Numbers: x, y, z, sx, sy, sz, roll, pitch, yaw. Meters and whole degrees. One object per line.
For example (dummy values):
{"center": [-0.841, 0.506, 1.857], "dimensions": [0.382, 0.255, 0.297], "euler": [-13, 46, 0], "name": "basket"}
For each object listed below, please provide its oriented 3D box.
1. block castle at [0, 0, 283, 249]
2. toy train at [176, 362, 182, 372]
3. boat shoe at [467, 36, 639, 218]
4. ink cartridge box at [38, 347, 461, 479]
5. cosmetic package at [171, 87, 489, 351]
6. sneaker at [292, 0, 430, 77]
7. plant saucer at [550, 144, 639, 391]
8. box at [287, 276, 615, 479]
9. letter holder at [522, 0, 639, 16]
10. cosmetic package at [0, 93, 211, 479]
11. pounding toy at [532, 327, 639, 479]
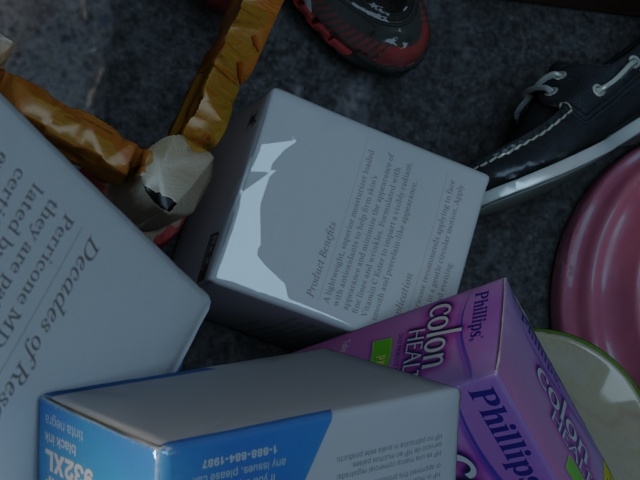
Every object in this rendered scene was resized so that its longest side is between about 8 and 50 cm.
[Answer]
{"center": [-0.243, -0.212, 1.186], "dimensions": [0.453, 0.213, 0.303], "euler": [28, 75, -15], "name": "block castle"}
{"center": [-0.134, 0.143, 1.242], "dimensions": [0.105, 0.080, 0.184], "euler": [-24, 90, -15], "name": "toy train"}
{"center": [0.211, -0.104, 1.383], "dimensions": [0.302, 0.114, 0.091], "euler": [-26, 88, -37], "name": "boat shoe"}
{"center": [-0.043, 0.236, 0.997], "dimensions": [0.223, 0.129, 0.307], "euler": [-7, 103, -41], "name": "ink cartridge box"}
{"center": [0.000, 0.000, 1.270], "dimensions": [0.184, 0.151, 0.151], "euler": [22, 75, -16], "name": "cosmetic package"}
{"center": [0.013, -0.258, 1.325], "dimensions": [0.098, 0.135, 0.276], "euler": [-29, 93, -23], "name": "sneaker"}
{"center": [0.358, 0.062, 1.424], "dimensions": [0.332, 0.084, 0.332], "euler": [3, 81, -19], "name": "plant saucer"}
{"center": [0.063, 0.175, 1.183], "dimensions": [0.243, 0.117, 0.213], "euler": [-21, 116, 20], "name": "box"}
{"center": [0.298, -0.285, 1.386], "dimensions": [0.302, 0.214, 0.152], "euler": [4, 80, -19], "name": "letter holder"}
{"center": [-0.344, 0.043, 0.964], "dimensions": [0.327, 0.329, 0.393], "euler": [-62, 143, -17], "name": "cosmetic package"}
{"center": [0.166, 0.178, 1.323], "dimensions": [0.183, 0.110, 0.236], "euler": [4, 98, 10], "name": "pounding toy"}
